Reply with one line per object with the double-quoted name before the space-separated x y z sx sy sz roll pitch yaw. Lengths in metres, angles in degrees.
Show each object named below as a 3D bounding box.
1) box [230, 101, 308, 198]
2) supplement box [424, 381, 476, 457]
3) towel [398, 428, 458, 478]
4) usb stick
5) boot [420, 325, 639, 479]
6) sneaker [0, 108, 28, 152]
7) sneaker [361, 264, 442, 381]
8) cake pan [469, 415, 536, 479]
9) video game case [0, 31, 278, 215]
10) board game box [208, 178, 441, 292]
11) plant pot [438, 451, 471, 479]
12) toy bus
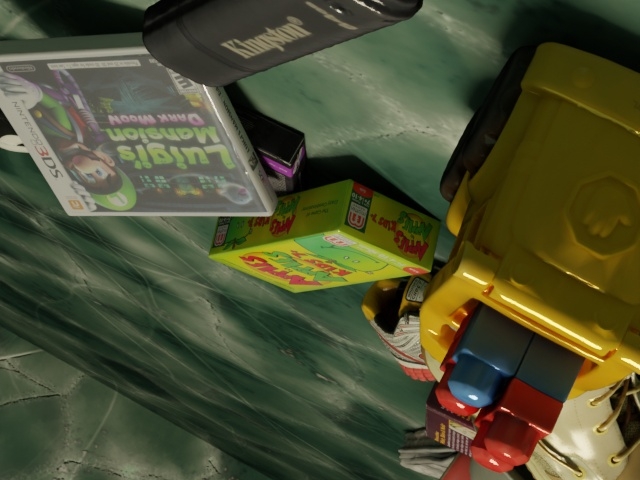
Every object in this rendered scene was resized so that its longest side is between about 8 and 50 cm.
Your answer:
"box" -0.066 -0.066 1.187 0.116 0.029 0.162 26 163 9
"supplement box" 0.198 0.176 1.406 0.188 0.081 0.104 24 161 14
"towel" 0.270 0.320 1.812 0.317 0.053 0.332 30 165 -6
"usb stick" -0.031 -0.135 0.873 0.077 0.045 0.278 35 163 -21
"boot" 0.204 0.098 1.020 0.262 0.095 0.203 41 149 9
"sneaker" -0.217 -0.120 1.212 0.217 0.079 0.121 24 153 17
"sneaker" 0.110 0.071 1.220 0.093 0.088 0.225 44 156 -24
"cake pan" 0.245 0.215 1.204 0.293 0.054 0.293 22 -161 -8
"video game case" -0.145 -0.082 1.114 0.190 0.022 0.173 0 138 26
"board game box" 0.000 0.000 1.178 0.092 0.043 0.181 23 160 -31
"plant pot" 0.222 0.314 1.527 0.243 0.275 0.275 35 166 9
"toy bus" 0.122 0.026 0.824 0.149 0.211 0.220 27 166 -1
